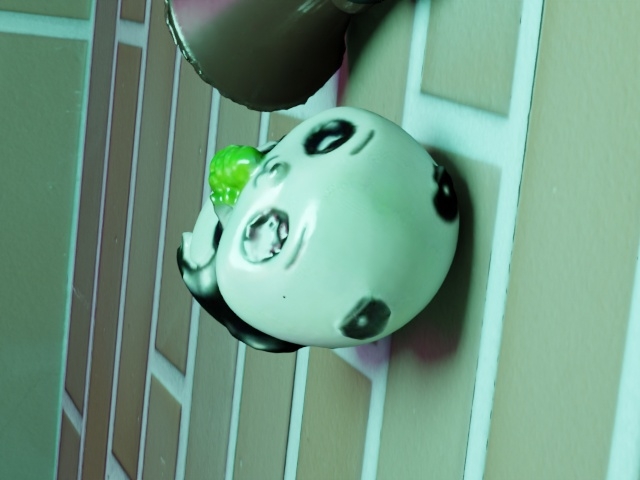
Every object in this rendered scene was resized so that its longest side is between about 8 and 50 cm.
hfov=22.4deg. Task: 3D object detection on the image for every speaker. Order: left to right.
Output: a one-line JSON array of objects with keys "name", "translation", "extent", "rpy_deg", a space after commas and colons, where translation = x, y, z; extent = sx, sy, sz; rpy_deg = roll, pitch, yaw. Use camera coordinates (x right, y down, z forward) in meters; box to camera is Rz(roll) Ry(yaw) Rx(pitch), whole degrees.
[{"name": "speaker", "translation": [0.020, -0.298, 1.478], "extent": [0.329, 0.198, 0.259], "rpy_deg": [-34, 36, 52]}]

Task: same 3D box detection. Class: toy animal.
[{"name": "toy animal", "translation": [-0.007, -0.006, 1.379], "extent": [0.267, 0.212, 0.212], "rpy_deg": [143, 127, -70]}]
